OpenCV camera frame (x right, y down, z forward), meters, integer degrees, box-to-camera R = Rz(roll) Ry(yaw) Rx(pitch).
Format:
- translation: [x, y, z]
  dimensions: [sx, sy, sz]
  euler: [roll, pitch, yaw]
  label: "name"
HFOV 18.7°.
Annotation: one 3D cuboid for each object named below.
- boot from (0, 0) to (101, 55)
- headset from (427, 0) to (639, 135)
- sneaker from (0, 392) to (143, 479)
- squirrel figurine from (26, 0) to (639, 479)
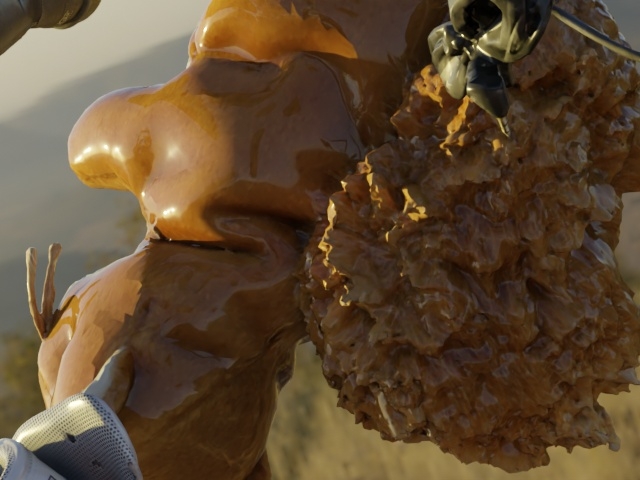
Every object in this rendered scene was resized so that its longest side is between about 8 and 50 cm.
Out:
- translation: [-0.233, -0.180, 1.163]
  dimensions: [0.076, 0.189, 0.208]
  euler: [-50, -7, 28]
  label: "boot"
- translation: [0.238, -0.122, 0.801]
  dimensions: [0.394, 0.243, 0.185]
  euler: [-13, -11, -3]
  label: "headset"
- translation: [-0.071, 0.199, 0.941]
  dimensions: [0.366, 0.210, 0.137]
  euler: [6, 44, 39]
  label: "sneaker"
- translation: [0.000, 0.000, 1.168]
  dimensions: [0.397, 0.281, 0.370]
  euler: [17, 69, 38]
  label: "squirrel figurine"
